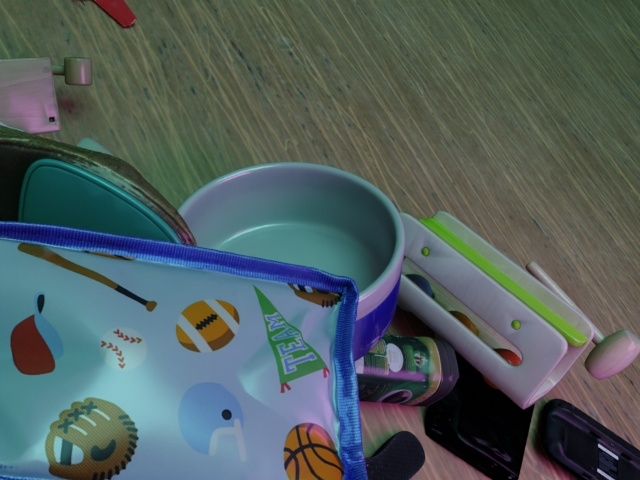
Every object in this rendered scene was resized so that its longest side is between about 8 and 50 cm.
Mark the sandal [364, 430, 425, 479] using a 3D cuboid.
[{"bbox_3d":[0.061,0.276,0.808,0.179,0.040,0.067,-14,71,-52],"label":"sandal"}]

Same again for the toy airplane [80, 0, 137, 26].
[{"bbox_3d":[-0.313,-0.390,1.070,0.151,0.028,0.151,15,51,-19],"label":"toy airplane"}]

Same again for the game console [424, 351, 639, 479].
[{"bbox_3d":[0.318,0.267,0.955,0.361,0.044,0.213,34,48,-2],"label":"game console"}]

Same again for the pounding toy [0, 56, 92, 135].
[{"bbox_3d":[-0.365,-0.166,0.830,0.206,0.181,0.094,-14,108,-37],"label":"pounding toy"}]

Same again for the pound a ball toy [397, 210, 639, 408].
[{"bbox_3d":[0.236,0.099,0.938,0.319,0.135,0.208,42,26,26],"label":"pound a ball toy"}]

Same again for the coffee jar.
[{"bbox_3d":[0.072,0.155,0.857,0.184,0.096,0.079,11,56,-24],"label":"coffee jar"}]

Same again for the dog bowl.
[{"bbox_3d":[-0.039,0.026,0.806,0.265,0.104,0.265,0,41,0],"label":"dog bowl"}]

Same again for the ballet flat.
[{"bbox_3d":[-0.274,-0.061,0.651,0.342,0.116,0.124,16,32,-13],"label":"ballet flat"}]

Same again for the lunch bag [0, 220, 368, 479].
[{"bbox_3d":[-0.204,0.154,0.543,0.386,0.328,0.238,15,50,-23],"label":"lunch bag"}]
